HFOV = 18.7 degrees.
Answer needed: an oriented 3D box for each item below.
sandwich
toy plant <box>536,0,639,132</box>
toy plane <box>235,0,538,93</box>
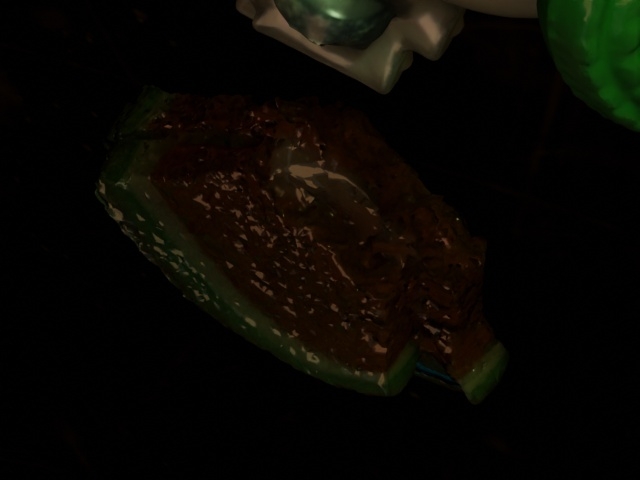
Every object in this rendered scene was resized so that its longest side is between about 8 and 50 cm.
[{"bbox_3d":[-0.001,0.010,0.998,0.235,0.079,0.159,43,152,-16],"label":"sandwich"},{"bbox_3d":[0.133,-0.100,0.594,0.088,0.154,0.240,47,165,38],"label":"toy plant"},{"bbox_3d":[0.013,-0.162,0.667,0.244,0.117,0.245,15,132,18],"label":"toy plane"}]
